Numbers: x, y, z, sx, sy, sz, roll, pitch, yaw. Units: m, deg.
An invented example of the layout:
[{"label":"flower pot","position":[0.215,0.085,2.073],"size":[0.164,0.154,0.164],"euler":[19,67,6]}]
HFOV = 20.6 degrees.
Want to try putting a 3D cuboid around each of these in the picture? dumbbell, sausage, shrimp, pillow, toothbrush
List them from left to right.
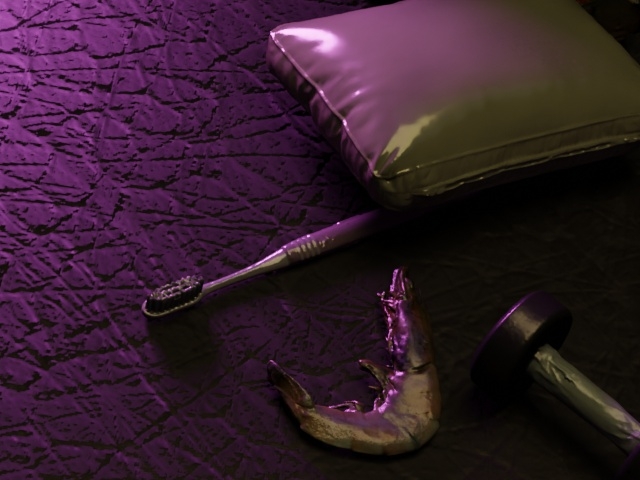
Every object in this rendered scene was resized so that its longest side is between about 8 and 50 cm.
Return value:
[{"label":"toothbrush","position":[0.000,0.000,1.570],"size":[0.354,0.029,0.024],"euler":[-21,67,-25]},{"label":"shrimp","position":[0.027,0.096,1.497],"size":[0.148,0.035,0.195],"euler":[2,52,-5]},{"label":"pillow","position":[0.137,-0.148,1.652],"size":[0.322,0.120,0.255],"euler":[-16,47,-23]},{"label":"dumbbell","position":[0.223,0.135,1.453],"size":[0.191,0.100,0.100],"euler":[41,55,21]},{"label":"sausage","position":[0.287,-0.318,1.857],"size":[0.083,0.083,0.264],"euler":[4,49,-6]}]
